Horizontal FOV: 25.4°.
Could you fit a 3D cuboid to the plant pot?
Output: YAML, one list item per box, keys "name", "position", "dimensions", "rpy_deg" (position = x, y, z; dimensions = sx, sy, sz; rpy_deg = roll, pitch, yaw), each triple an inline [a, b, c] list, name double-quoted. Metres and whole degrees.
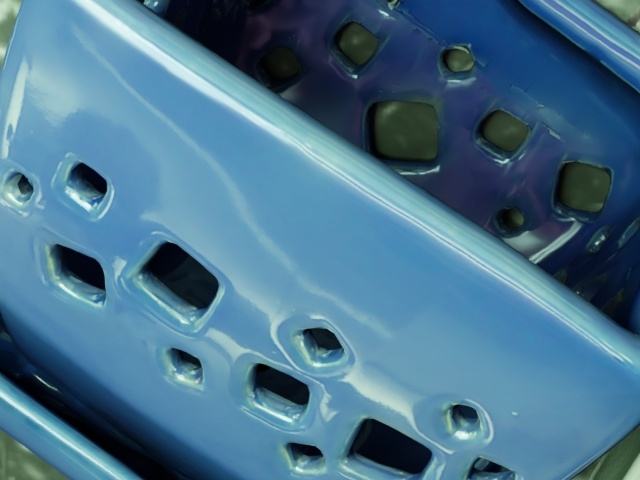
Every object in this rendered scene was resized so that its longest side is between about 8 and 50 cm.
- name: "plant pot"
  position: [0.000, 0.000, 0.559]
  dimensions: [0.236, 0.236, 0.212]
  rpy_deg: [35, 123, 1]

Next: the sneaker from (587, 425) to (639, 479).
- name: "sneaker"
  position: [0.190, 0.127, 0.599]
  dimensions: [0.146, 0.104, 0.296]
  rpy_deg: [27, 129, 6]
